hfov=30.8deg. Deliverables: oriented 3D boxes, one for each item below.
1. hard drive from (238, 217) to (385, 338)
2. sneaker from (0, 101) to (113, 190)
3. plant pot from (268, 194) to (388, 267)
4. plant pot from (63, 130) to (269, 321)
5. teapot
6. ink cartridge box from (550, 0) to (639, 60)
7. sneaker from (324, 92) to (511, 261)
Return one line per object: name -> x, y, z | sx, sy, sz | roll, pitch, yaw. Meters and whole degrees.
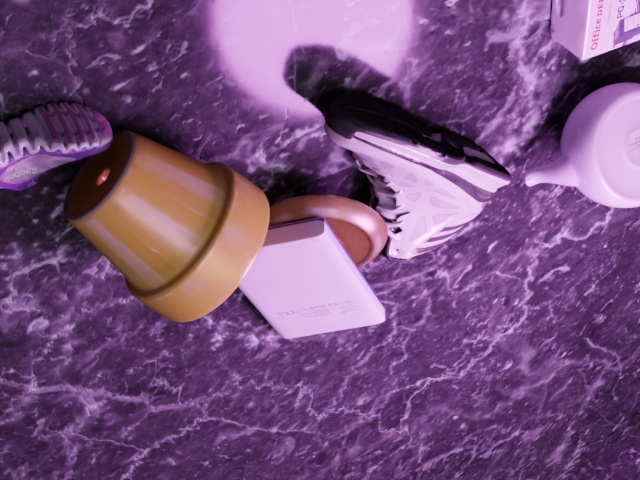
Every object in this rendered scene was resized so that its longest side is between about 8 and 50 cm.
hard drive -> -0.034, 0.075, 2.080 | 0.210, 0.040, 0.319 | -11, 145, 18
sneaker -> -0.419, -0.125, 1.683 | 0.236, 0.095, 0.104 | -14, 141, -17
plant pot -> 0.000, 0.000, 2.032 | 0.236, 0.032, 0.236 | 2, 146, 1
plant pot -> -0.248, -0.039, 1.776 | 0.254, 0.254, 0.239 | -46, 122, 11
teapot -> 0.556, -0.186, 2.216 | 0.256, 0.187, 0.253 | 17, 90, -24
ink cartridge box -> 0.529, -0.436, 2.017 | 0.237, 0.100, 0.172 | -22, 136, -16
sneaker -> 0.129, -0.081, 2.026 | 0.447, 0.169, 0.257 | 17, 115, -45
